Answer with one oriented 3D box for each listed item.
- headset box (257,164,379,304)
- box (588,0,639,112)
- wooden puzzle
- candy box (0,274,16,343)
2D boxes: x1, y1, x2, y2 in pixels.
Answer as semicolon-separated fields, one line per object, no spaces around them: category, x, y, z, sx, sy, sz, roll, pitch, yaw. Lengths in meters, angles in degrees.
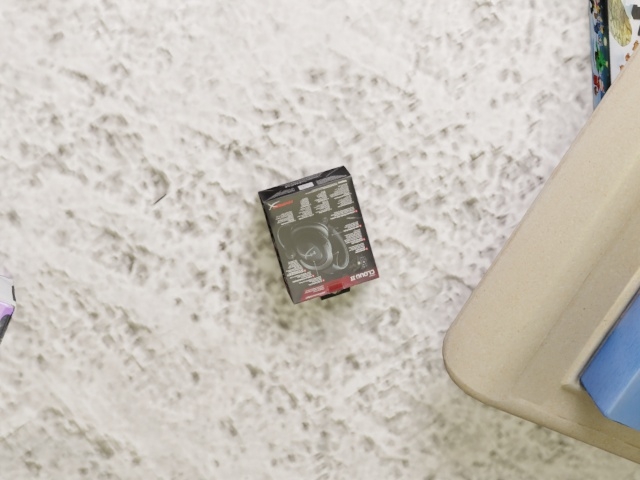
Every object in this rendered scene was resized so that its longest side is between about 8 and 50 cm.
headset box;0.000;0.000;1.232;0.062;0.032;0.083;-18;109;-4
box;0.264;-0.113;1.240;0.159;0.044;0.233;-8;107;-7
wooden puzzle;0.304;0.035;1.229;0.348;0.080;0.322;25;110;-22
candy box;-0.307;0.095;1.185;0.165;0.070;0.196;20;101;-15
